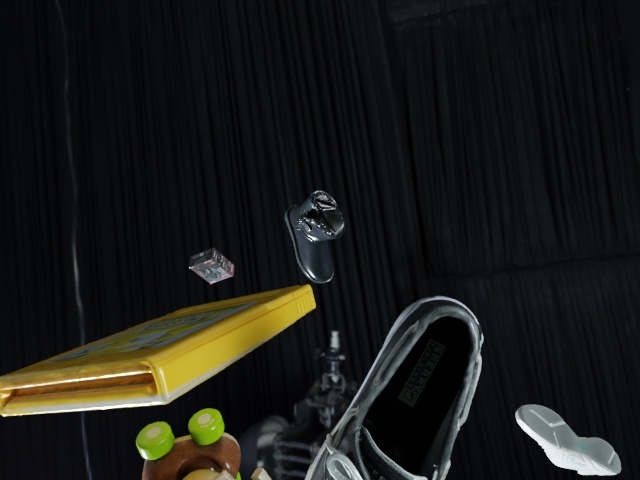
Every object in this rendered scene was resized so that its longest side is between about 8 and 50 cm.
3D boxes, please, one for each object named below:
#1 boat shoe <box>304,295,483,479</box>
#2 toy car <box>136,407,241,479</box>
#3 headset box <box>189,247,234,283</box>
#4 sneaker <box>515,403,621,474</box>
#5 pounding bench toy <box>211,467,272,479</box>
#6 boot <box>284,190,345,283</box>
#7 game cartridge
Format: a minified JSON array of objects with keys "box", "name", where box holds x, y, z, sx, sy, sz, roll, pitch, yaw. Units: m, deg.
[{"box":[0.057,0.194,0.391,0.113,0.307,0.105,30,-177,11],"name":"boat shoe"},{"box":[-0.185,0.370,0.643,0.148,0.155,0.188,-13,-157,-7],"name":"toy car"},{"box":[-0.232,0.058,0.981,0.062,0.032,0.083,-19,138,18],"name":"headset box"},{"box":[0.324,0.279,0.616,0.152,0.054,0.061,32,134,-2],"name":"sneaker"},{"box":[-0.080,0.245,0.395,0.083,0.052,0.065,-41,-172,8],"name":"pounding bench toy"},{"box":[0.000,0.000,1.211,0.094,0.247,0.207,-24,-176,-24],"name":"boot"},{"box":[-0.193,0.131,0.607,0.285,0.053,0.323,-14,-176,27],"name":"game cartridge"}]
